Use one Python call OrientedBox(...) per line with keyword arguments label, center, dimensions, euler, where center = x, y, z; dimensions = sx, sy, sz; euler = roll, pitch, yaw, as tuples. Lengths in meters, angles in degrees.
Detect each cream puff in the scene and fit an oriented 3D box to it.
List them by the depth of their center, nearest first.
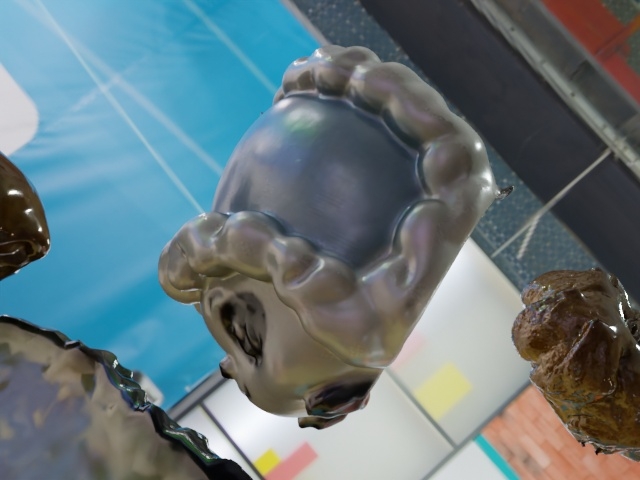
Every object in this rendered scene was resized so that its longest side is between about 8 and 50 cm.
OrientedBox(label="cream puff", center=(0.349, 0.156, 1.065), dimensions=(0.269, 0.155, 0.241), euler=(47, 29, 11))

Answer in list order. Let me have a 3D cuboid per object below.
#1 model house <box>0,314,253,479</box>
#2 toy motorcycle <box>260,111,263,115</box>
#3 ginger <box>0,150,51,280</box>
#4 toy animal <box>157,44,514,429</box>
OrientedBox(label="model house", center=(-0.193, 0.367, 0.743), dimensions=(0.445, 0.395, 0.400), euler=(20, -33, 32))
OrientedBox(label="toy motorcycle", center=(-0.048, -0.120, 1.158), dimensions=(0.215, 0.080, 0.122), euler=(-100, -170, -79))
OrientedBox(label="ginger", center=(-0.381, -0.091, 0.524), dimensions=(0.418, 0.254, 0.176), euler=(48, -36, 13))
OrientedBox(label="toy animal", center=(0.000, 0.000, 0.515), dimensions=(0.156, 0.204, 0.208), euler=(34, -14, 6))
